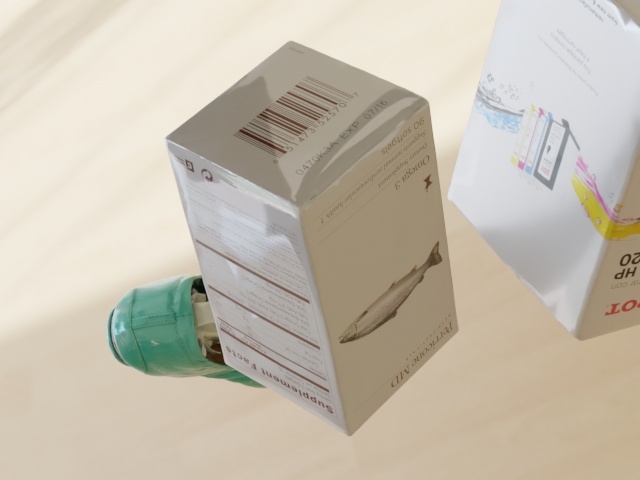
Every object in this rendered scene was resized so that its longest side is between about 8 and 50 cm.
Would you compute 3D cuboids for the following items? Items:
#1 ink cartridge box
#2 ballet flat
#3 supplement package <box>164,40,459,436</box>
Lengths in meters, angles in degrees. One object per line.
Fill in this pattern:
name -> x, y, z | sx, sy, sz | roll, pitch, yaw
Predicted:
ink cartridge box -> 0.219, -0.083, 1.083 | 0.171, 0.232, 0.168 | -12, 44, -27
ballet flat -> -0.046, 0.065, 1.172 | 0.087, 0.247, 0.083 | -12, 81, 33
supplement package -> 0.000, 0.000, 0.899 | 0.105, 0.179, 0.105 | 27, 56, 34
